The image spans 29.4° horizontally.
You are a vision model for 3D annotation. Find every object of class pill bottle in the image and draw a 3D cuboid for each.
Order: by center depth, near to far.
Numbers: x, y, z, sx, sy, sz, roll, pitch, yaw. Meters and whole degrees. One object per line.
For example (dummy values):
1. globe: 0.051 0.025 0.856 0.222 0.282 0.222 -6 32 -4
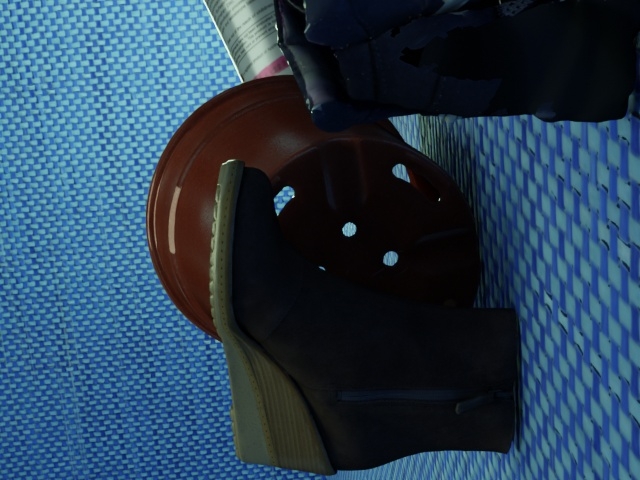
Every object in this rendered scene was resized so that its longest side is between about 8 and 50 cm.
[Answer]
1. pill bottle: -0.054 -0.290 1.339 0.160 0.160 0.283 104 140 -79

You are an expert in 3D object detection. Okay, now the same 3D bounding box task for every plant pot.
1. plant pot: 0.000 0.000 1.040 0.265 0.272 0.272 -145 48 -73

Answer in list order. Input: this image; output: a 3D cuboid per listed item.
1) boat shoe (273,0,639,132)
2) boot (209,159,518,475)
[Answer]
1. boat shoe: 0.044 -0.187 0.639 0.341 0.158 0.127 -101 6 -47
2. boot: 0.032 0.052 0.856 0.090 0.206 0.248 -90 -5 -64
